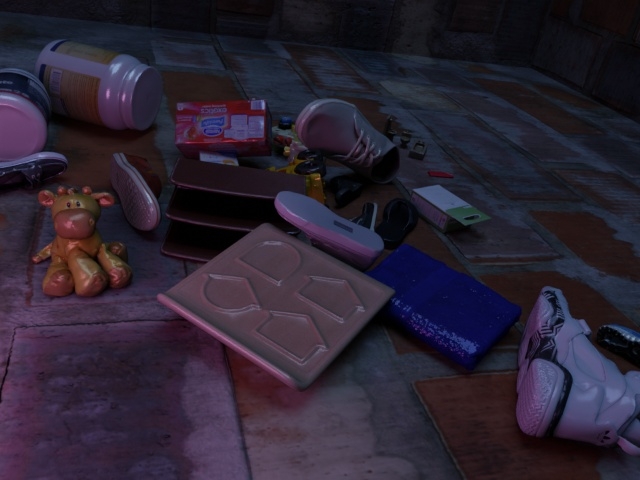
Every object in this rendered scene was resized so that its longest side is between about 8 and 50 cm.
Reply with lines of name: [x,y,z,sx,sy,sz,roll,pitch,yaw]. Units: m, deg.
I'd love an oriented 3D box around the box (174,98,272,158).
box: [-0.270,-0.312,1.714,0.257,0.128,0.122,-2,-14,4]

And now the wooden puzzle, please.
wooden puzzle: [-0.075,0.118,1.144,0.322,0.080,0.348,28,38,22]

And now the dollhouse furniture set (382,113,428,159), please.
dollhouse furniture set: [0.299,-0.365,2.092,0.151,0.123,0.144,16,30,9]

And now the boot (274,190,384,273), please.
boot: [0.000,0.000,1.314,0.258,0.123,0.095,28,36,-6]

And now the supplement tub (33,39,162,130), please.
supplement tub: [-0.666,-0.463,1.833,0.317,0.228,0.228,16,30,8]

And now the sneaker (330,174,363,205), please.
sneaker: [0.058,-0.146,1.710,0.089,0.051,0.170,24,27,22]

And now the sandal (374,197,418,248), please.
sandal: [0.206,-0.057,1.593,0.097,0.054,0.254,16,30,9]

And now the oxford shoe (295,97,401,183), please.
oxford shoe: [0.098,-0.272,1.716,0.449,0.169,0.130,20,22,-53]

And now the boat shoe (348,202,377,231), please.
boat shoe: [0.095,-0.035,1.490,0.079,0.084,0.233,14,33,5]

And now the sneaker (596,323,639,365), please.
sneaker: [0.669,0.217,1.267,0.162,0.063,0.073,33,33,33]

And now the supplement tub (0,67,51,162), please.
supplement tub: [-0.812,-0.331,1.589,0.191,0.191,0.272,-1,32,-20]

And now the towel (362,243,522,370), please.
towel: [0.235,0.134,1.264,0.308,0.076,0.228,31,42,30]

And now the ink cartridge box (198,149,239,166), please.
ink cartridge box: [-0.273,-0.178,1.636,0.105,0.061,0.181,2,31,-16]

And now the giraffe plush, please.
giraffe plush: [-0.464,-0.014,1.175,0.182,0.170,0.210,-15,39,-38]

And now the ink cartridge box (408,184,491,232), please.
ink cartridge box: [0.352,-0.076,1.669,0.109,0.062,0.209,-12,37,-35]

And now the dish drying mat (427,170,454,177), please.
dish drying mat: [0.394,-0.216,1.983,0.083,0.008,0.032,4,31,-13]

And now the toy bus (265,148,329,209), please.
toy bus: [-0.087,-0.135,1.569,0.212,0.149,0.220,-7,28,0]

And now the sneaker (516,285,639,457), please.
sneaker: [0.480,0.234,1.107,0.210,0.137,0.365,18,35,10]

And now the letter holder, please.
letter holder: [-0.192,-0.056,1.365,0.302,0.151,0.214,8,31,-6]

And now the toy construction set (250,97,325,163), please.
toy construction set: [-0.106,-0.309,1.855,0.328,0.151,0.215,35,36,17]

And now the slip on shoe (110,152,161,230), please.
slip on shoe: [-0.425,-0.126,1.448,0.101,0.122,0.331,-2,27,-29]

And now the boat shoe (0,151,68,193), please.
boat shoe: [-0.705,-0.151,1.439,0.229,0.080,0.076,-16,56,-43]
